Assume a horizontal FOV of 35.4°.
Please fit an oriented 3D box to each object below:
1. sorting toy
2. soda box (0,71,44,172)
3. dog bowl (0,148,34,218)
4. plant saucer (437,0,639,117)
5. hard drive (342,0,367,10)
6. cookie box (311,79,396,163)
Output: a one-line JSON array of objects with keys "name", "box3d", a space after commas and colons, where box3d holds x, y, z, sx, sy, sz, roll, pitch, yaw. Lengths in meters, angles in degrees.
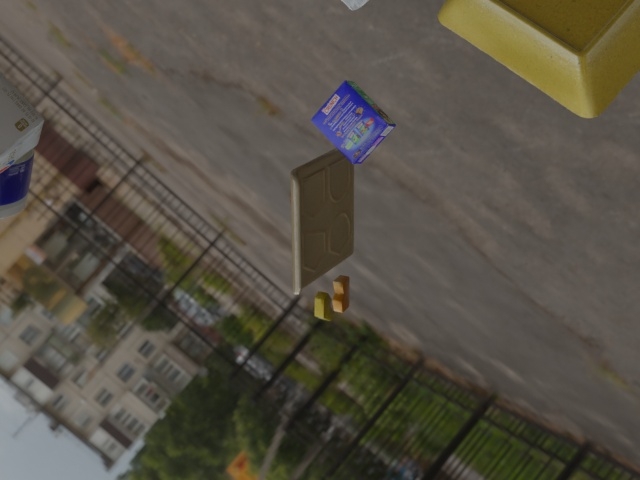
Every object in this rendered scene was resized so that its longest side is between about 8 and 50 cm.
[{"name": "sorting toy", "box3d": [0.000, 0.000, 1.704, 0.041, 0.229, 0.307, 10, 114, 24]}, {"name": "soda box", "box3d": [-0.333, -0.151, 0.843, 0.216, 0.069, 0.074, 47, 158, -6]}, {"name": "dog bowl", "box3d": [-0.643, -0.135, 1.758, 0.265, 0.104, 0.265, 15, -159, -6]}, {"name": "plant saucer", "box3d": [0.394, -0.405, 1.548, 0.333, 0.333, 0.081, 41, 180, 27]}, {"name": "hard drive", "box3d": [0.153, -0.528, 1.653, 0.047, 0.233, 0.353, 42, -147, -15]}, {"name": "cookie box", "box3d": [0.054, -0.194, 1.647, 0.107, 0.092, 0.040, 48, -160, 14]}]
